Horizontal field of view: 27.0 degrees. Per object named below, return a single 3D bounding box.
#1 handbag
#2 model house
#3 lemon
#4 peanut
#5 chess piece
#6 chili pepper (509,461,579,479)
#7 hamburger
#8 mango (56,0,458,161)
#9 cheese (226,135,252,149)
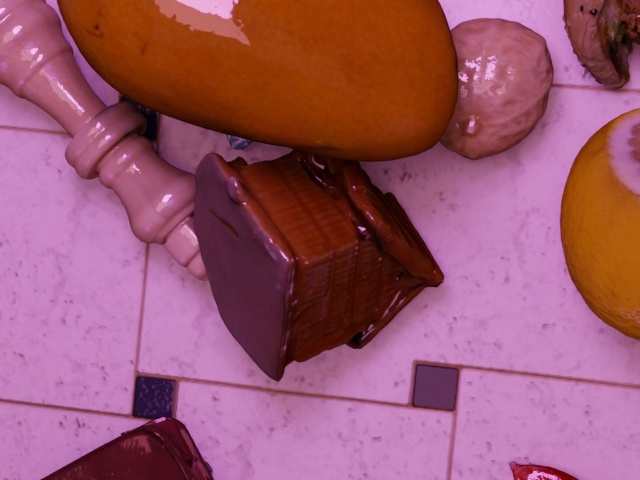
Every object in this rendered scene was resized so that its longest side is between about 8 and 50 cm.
[{"bbox_3d":[-0.219,0.374,1.543,0.260,0.084,0.275,-31,86,7],"label":"handbag"},{"bbox_3d":[-0.002,0.000,1.471,0.229,0.219,0.199,-17,54,-31],"label":"model house"},{"bbox_3d":[0.363,-0.004,1.383,0.240,0.240,0.219,12,132,9],"label":"lemon"},{"bbox_3d":[0.181,-0.167,1.464,0.140,0.109,0.159,12,90,15],"label":"peanut"},{"bbox_3d":[-0.242,-0.114,1.534,0.117,0.117,0.397,-43,86,7],"label":"chess piece"},{"bbox_3d":[0.290,0.302,1.479,0.191,0.050,0.059,32,98,20],"label":"chili pepper"},{"bbox_3d":[0.343,-0.305,1.408,0.167,0.192,0.288,3,90,19],"label":"hamburger"},{"bbox_3d":[-0.060,-0.233,1.377,0.445,0.232,0.300,26,49,6],"label":"mango"},{"bbox_3d":[-0.123,-0.232,1.541,0.135,0.052,0.245,-38,85,8],"label":"cheese"}]
